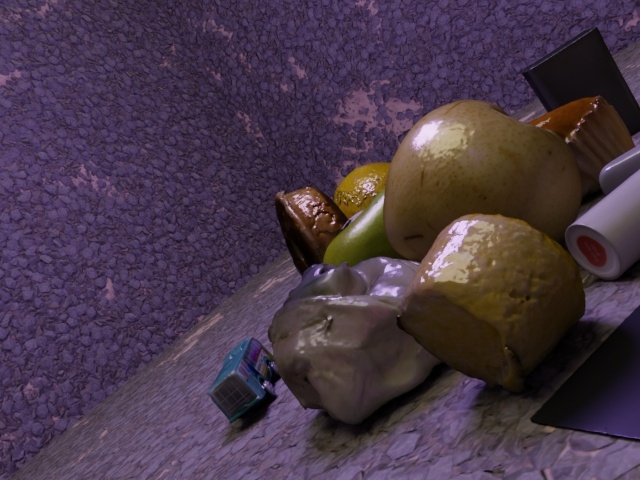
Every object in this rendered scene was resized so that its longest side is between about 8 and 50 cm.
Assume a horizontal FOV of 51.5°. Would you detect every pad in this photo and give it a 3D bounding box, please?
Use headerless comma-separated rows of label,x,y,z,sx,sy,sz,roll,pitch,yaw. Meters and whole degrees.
pad,0.324,0.100,0.622,0.243,0.004,0.164,-36,6,-22

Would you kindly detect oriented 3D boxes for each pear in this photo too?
pear,0.245,-0.068,1.051,0.309,0.309,0.309,-34,6,4

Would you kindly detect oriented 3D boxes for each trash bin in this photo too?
trash bin,0.578,-0.317,1.456,0.164,0.240,0.122,-31,6,14

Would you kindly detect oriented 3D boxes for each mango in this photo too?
mango,0.126,0.026,1.351,0.273,0.185,0.149,-45,12,2

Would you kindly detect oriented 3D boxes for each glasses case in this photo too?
glasses case,0.519,-0.121,0.997,0.197,0.076,0.049,-33,8,19

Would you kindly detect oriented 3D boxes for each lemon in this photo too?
lemon,0.159,-0.087,1.831,0.258,0.258,0.310,-36,10,-17

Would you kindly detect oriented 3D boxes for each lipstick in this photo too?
lipstick,0.465,-0.076,0.865,0.327,0.087,0.087,-36,6,-15

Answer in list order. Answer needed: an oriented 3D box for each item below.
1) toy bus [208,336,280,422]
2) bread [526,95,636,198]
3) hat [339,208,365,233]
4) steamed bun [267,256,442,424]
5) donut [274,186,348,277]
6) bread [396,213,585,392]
toy bus,-0.146,0.273,1.320,0.091,0.109,0.261,-40,4,5
bread,0.391,-0.132,1.272,0.389,0.183,0.236,-32,4,18
hat,0.158,0.020,1.547,0.275,0.161,0.232,-1,-45,-54
steamed bun,0.055,0.116,0.985,0.280,0.207,0.268,-33,5,-3
donut,0.000,0.000,1.755,0.160,0.330,0.330,-23,4,-9
bread,0.198,0.067,0.761,0.170,0.197,0.197,-49,12,-27
